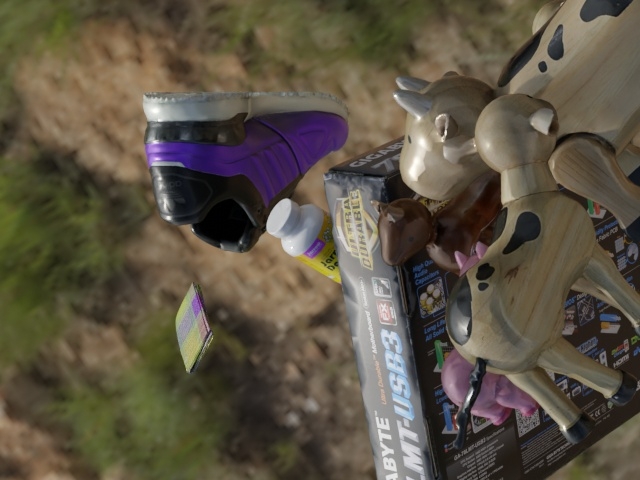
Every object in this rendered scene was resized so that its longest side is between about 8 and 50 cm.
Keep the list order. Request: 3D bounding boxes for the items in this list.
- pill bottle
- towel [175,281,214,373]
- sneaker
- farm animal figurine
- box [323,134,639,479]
[{"bbox_3d":[0.000,0.000,1.473,0.083,0.043,0.043,30,146,-28],"label":"pill bottle"},{"bbox_3d":[-0.128,0.089,1.939,0.060,0.009,0.083,-62,30,30],"label":"towel"},{"bbox_3d":[-0.069,-0.062,1.743,0.102,0.293,0.146,1,93,30],"label":"sneaker"},{"bbox_3d":[0.138,-0.060,1.168,0.172,0.330,0.326,39,95,-15],"label":"farm animal figurine"},{"bbox_3d":[0.145,0.041,1.487,0.073,0.295,0.293,6,114,44],"label":"box"}]
